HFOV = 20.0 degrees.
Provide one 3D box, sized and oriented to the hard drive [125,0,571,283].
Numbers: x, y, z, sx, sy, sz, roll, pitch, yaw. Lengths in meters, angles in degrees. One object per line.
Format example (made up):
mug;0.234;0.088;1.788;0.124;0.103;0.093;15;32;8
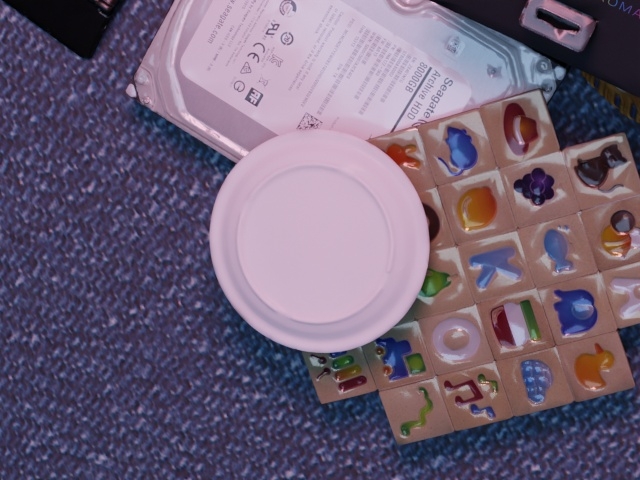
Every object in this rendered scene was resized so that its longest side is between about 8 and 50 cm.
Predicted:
hard drive;0.022;-0.146;1.636;0.339;0.064;0.237;33;108;3

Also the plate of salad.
plate of salad;0.000;0.000;1.605;0.200;0.048;0.199;2;98;14

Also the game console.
game console;-0.234;-0.252;1.697;0.122;0.071;0.107;36;78;2

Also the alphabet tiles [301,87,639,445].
alphabet tiles;0.131;0.029;1.617;0.343;0.011;0.285;-16;104;17

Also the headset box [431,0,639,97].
headset box;0.236;-0.266;1.435;0.246;0.283;0.131;25;148;5

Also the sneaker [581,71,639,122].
sneaker;0.230;-0.238;1.559;0.131;0.112;0.296;-41;83;-11
